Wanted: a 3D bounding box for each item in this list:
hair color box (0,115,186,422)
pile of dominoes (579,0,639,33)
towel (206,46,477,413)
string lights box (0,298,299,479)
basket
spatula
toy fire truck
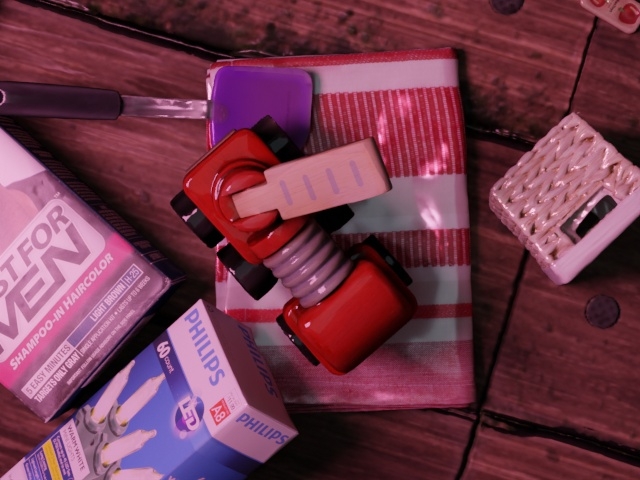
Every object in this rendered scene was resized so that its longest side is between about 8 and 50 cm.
[{"bbox_3d":[-0.309,-0.017,1.310,0.347,0.105,0.174,42,93,2],"label":"hair color box"},{"bbox_3d":[0.337,-0.299,1.299,0.196,0.040,0.251,5,92,3],"label":"pile of dominoes"},{"bbox_3d":[0.018,-0.007,1.328,0.237,0.037,0.329,-3,92,2],"label":"towel"},{"bbox_3d":[-0.154,0.189,1.270,0.260,0.077,0.133,-42,45,13],"label":"string lights box"},{"bbox_3d":[0.213,-0.034,1.255,0.113,0.167,0.103,-44,83,3],"label":"basket"},{"bbox_3d":[-0.153,-0.117,1.277,0.296,0.030,0.084,2,93,-8],"label":"spatula"},{"bbox_3d":[0.000,0.000,1.178,0.158,0.246,0.217,-41,99,1],"label":"toy fire truck"}]
